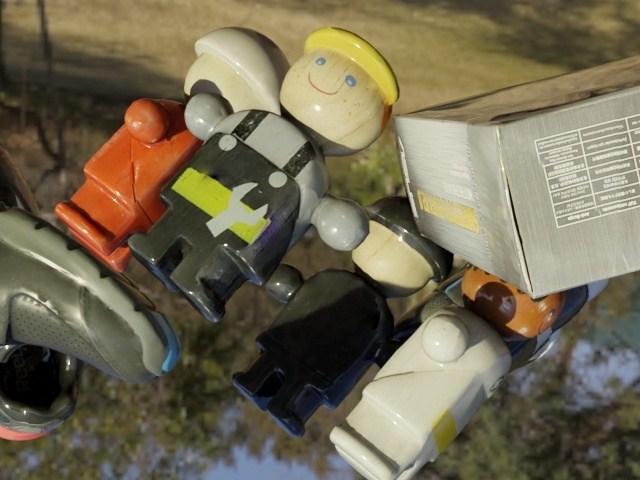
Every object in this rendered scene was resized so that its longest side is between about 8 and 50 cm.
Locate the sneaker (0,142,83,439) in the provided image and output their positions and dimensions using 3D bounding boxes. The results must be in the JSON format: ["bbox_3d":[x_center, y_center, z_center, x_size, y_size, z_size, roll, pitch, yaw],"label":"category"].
[{"bbox_3d":[-0.254,0.034,1.057,0.098,0.276,0.135,-16,-173,-24],"label":"sneaker"}]

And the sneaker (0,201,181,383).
[{"bbox_3d":[-0.260,0.029,0.910,0.341,0.139,0.125,26,170,9],"label":"sneaker"}]

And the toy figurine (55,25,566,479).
[{"bbox_3d":[0.000,0.000,0.631,0.213,0.148,0.209,46,167,-20],"label":"toy figurine"}]

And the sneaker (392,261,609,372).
[{"bbox_3d":[0.086,0.054,0.783,0.121,0.079,0.217,-36,168,-14],"label":"sneaker"}]

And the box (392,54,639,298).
[{"bbox_3d":[0.155,-0.046,0.476,0.231,0.056,0.183,-15,-172,-5],"label":"box"}]
